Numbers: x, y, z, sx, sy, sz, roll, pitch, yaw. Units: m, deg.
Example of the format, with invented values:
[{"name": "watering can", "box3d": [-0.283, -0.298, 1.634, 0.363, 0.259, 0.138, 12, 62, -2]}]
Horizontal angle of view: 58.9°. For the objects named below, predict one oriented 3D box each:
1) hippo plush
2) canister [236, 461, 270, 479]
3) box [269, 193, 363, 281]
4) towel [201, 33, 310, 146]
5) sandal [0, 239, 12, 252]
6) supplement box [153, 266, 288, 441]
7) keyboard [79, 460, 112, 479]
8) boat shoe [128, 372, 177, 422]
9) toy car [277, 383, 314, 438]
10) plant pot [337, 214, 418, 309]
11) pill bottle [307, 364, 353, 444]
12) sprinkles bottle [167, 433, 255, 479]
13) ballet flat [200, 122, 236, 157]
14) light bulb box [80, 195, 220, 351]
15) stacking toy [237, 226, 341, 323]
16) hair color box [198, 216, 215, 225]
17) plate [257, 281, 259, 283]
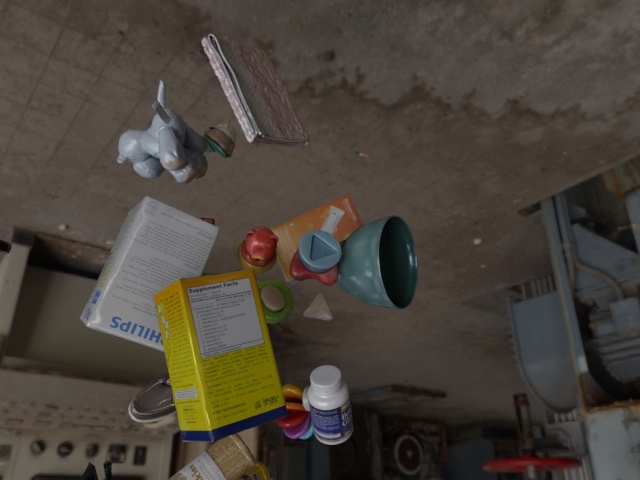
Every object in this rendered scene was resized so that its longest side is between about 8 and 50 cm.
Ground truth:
[{"name": "hippo plush", "box3d": [-0.516, -0.278, 1.759, 0.237, 0.234, 0.294, -17, 137, 17]}, {"name": "canister", "box3d": [-0.214, 0.748, 1.678, 0.073, 0.126, 0.170, -23, 171, 18]}, {"name": "box", "box3d": [0.000, 0.000, 2.170, 0.345, 0.215, 0.168, -24, 170, 2]}, {"name": "towel", "box3d": [-0.176, -0.429, 1.649, 0.053, 0.331, 0.317, -28, 175, 26]}, {"name": "sandal", "box3d": [-0.879, 0.031, 1.355, 0.446, 0.107, 0.168, -1, 167, 41]}, {"name": "supplement box", "box3d": [-0.240, 0.265, 1.332, 0.194, 0.356, 0.195, -7, 168, -35]}, {"name": "keyboard", "box3d": [-0.623, 0.728, 1.583, 0.033, 0.201, 0.317, 12, 127, 5]}, {"name": "boat shoe", "box3d": [-0.387, 0.412, 1.621, 0.324, 0.116, 0.096, -18, 156, -32]}, {"name": "toy car", "box3d": [-0.067, 0.510, 1.664, 0.159, 0.136, 0.182, -8, 129, 27]}, {"name": "plant pot", "box3d": [0.163, 0.076, 1.803, 0.196, 0.293, 0.293, -7, 155, 31]}, {"name": "pill bottle", "box3d": [0.021, 0.369, 1.282, 0.094, 0.094, 0.169, -4, 118, 7]}, {"name": "sprinkles bottle", "box3d": [-0.341, 0.652, 1.476, 0.355, 0.121, 0.121, -35, 167, -26]}, {"name": "ballet flat", "box3d": [-0.351, -0.358, 1.967, 0.107, 0.106, 0.316, 48, 170, -29]}, {"name": "light bulb box", "box3d": [-0.490, 0.100, 1.604, 0.225, 0.361, 0.358, 25, 166, -21]}, {"name": "stacking toy", "box3d": [-0.078, 0.088, 1.647, 0.309, 0.279, 0.130, 2, 150, -15]}, {"name": "hair color box", "box3d": [-0.471, -0.046, 2.142, 0.141, 0.043, 0.072, -19, 166, 33]}, {"name": "plate", "box3d": [-0.281, 0.247, 2.309, 0.024, 0.188, 0.188, 6, 157, -42]}]
